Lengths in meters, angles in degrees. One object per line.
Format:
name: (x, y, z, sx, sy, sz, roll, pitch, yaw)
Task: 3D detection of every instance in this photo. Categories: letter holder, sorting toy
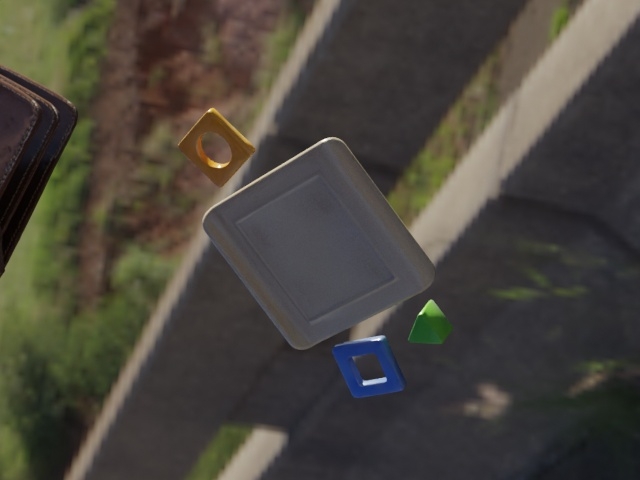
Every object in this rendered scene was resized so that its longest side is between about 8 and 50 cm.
letter holder: (-0.391, -0.132, 1.649, 0.152, 0.302, 0.214, 106, -174, -63)
sorting toy: (0.000, 0.000, 1.829, 0.196, 0.347, 0.047, -30, 12, 37)
